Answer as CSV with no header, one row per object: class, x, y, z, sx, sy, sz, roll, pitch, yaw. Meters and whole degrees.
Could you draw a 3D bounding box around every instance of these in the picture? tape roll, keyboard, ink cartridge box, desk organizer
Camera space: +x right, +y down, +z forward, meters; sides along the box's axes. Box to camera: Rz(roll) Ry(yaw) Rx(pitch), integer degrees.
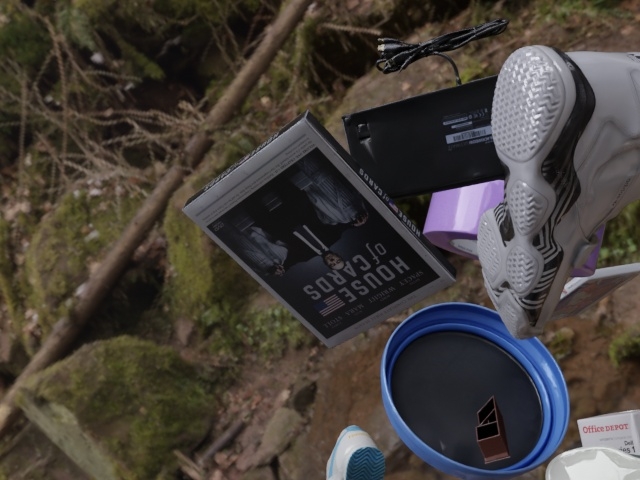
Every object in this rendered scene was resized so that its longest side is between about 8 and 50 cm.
tape roll,0.308,-0.018,1.215,0.275,0.275,0.090,5,79,56
keyboard,0.175,-0.168,0.917,0.317,0.201,0.033,-10,6,23
ink cartridge box,0.744,0.548,1.792,0.117,0.278,0.201,-1,-17,-23
desk organizer,0.312,0.346,1.390,0.047,0.050,0.130,-20,17,14

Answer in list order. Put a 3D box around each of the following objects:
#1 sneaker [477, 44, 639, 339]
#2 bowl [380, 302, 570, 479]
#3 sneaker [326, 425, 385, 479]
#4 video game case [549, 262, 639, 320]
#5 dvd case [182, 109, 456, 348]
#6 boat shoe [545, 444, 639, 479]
sneaker,0.295,-0.044,0.817,0.210,0.365,0.137,-10,38,-6
bowl,0.309,0.306,1.546,0.391,0.391,0.077,-57,-12,-40
sneaker,0.045,0.415,1.229,0.092,0.088,0.228,-127,52,-68
video game case,0.520,0.109,1.501,0.201,0.023,0.183,-4,-31,-37
dvd case,0.000,0.000,0.790,0.179,0.238,0.029,-33,23,30
boat shoe,0.556,0.423,1.300,0.320,0.099,0.116,-11,54,32
